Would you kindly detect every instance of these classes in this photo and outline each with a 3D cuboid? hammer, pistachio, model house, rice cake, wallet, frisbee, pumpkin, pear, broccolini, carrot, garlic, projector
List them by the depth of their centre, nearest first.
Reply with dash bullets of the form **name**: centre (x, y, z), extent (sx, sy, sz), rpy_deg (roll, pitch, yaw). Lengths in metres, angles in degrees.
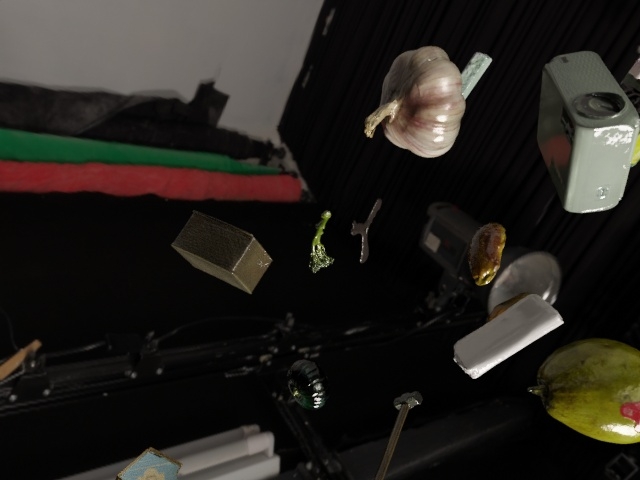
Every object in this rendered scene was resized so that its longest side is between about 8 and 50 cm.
- **wallet**: centre (0.316, 0.164, 0.889), extent (0.033, 0.190, 0.095), rpy_deg (52, -170, -16)
- **projector**: centre (0.496, -0.209, 0.975), extent (0.108, 0.198, 0.251), rpy_deg (-7, -135, 12)
- **broccolini**: centre (-0.003, -0.005, 1.052), extent (0.054, 0.194, 0.052), rpy_deg (-21, -125, -17)
- **model house**: centre (-0.370, 0.570, 1.095), extent (0.270, 0.178, 0.207), rpy_deg (1, -132, -30)
- **garlic**: centre (0.190, -0.289, 1.148), extent (0.253, 0.245, 0.245), rpy_deg (-24, -131, -24)
- **pistachio**: centre (0.386, 0.023, 1.229), extent (0.049, 0.089, 0.173), rpy_deg (36, -120, -23)
- **carrot**: centre (0.474, 0.180, 1.263), extent (0.173, 0.082, 0.082), rpy_deg (-25, -128, -33)
- **rice cake**: centre (0.361, -0.383, 1.333), extent (0.040, 0.226, 0.085), rpy_deg (38, -143, 10)
- **pear**: centre (0.774, 0.420, 1.458), extent (0.374, 0.288, 0.287), rpy_deg (0, -151, 0)
- **frisbee**: centre (0.131, -0.029, 1.566), extent (0.012, 0.211, 0.187), rpy_deg (17, -171, 26)
- **hammer**: centre (0.251, 0.670, 1.748), extent (0.043, 0.111, 0.365), rpy_deg (45, -137, -9)
- **pumpkin**: centre (-0.051, 0.561, 2.007), extent (0.140, 0.202, 0.202), rpy_deg (-23, -129, -34)

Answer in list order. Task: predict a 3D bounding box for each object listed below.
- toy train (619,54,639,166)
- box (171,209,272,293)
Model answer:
- **toy train**: centre (0.702, -0.271, 1.099), extent (0.177, 0.261, 0.134), rpy_deg (2, -136, -19)
- **box**: centre (-0.321, 0.037, 1.680), extent (0.273, 0.143, 0.184), rpy_deg (22, 159, 27)
